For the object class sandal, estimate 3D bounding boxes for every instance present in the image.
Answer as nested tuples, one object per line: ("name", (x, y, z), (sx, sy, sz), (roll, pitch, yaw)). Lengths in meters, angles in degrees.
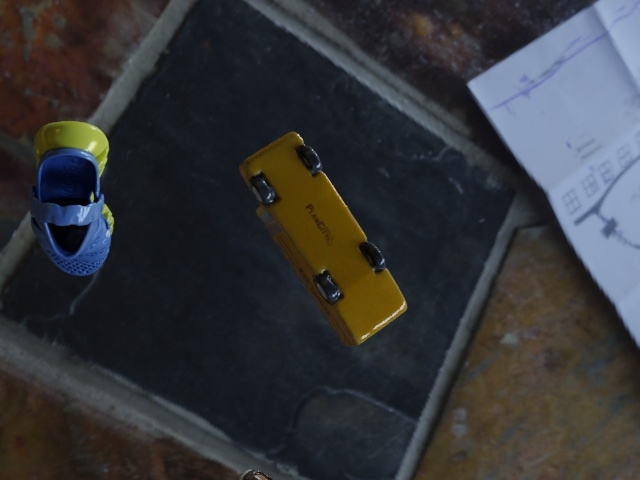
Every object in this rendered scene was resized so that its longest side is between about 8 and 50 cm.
("sandal", (-0.367, -0.028, 1.304), (0.126, 0.317, 0.138), (1, 58, -8))

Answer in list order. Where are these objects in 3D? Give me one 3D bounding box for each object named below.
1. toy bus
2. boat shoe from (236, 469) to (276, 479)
("toy bus", (0.000, 0.000, 1.411), (0.108, 0.130, 0.332), (-34, 92, -15))
("boat shoe", (-0.029, 0.464, 1.463), (0.257, 0.095, 0.095), (48, 40, -11))
